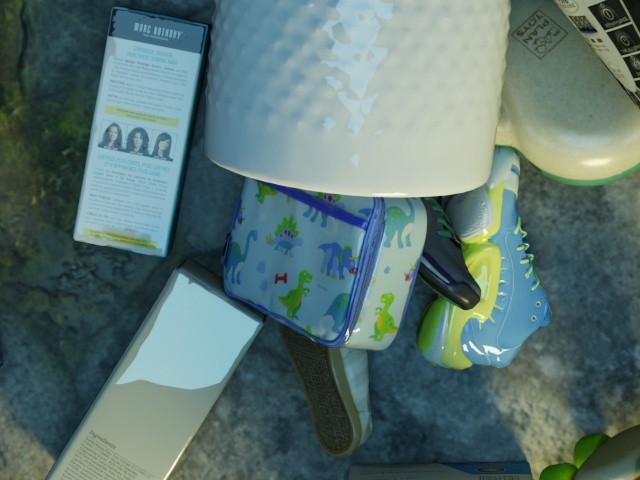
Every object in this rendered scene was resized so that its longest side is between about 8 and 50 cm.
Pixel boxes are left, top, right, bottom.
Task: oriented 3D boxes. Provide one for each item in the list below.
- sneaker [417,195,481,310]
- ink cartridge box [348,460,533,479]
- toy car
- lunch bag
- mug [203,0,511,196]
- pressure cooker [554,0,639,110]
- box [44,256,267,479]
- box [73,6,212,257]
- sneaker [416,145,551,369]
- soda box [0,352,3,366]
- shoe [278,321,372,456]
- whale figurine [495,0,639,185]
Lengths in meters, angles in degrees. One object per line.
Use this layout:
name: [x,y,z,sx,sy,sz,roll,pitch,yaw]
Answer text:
sneaker: [0.102,-0.029,1.730,0.098,0.083,0.223,-44,58,0]
ink cartridge box: [0.124,0.349,1.726,0.198,0.270,0.197,-2,97,2]
toy car: [0.338,0.288,1.746,0.155,0.149,0.188,-19,96,41]
lunch bag: [0.000,0.000,1.701,0.090,0.219,0.176,8,104,-41]
mug: [0.012,-0.244,1.633,0.276,0.374,0.328,-5,109,-35]
pressure cooker: [0.368,-0.317,1.513,0.420,0.375,0.370,47,130,-13]
box: [-0.171,0.163,1.804,0.113,0.094,0.275,33,97,-2]
box: [-0.183,-0.113,1.784,0.101,0.060,0.244,11,98,1]
sneaker: [0.186,0.023,1.785,0.126,0.091,0.240,16,98,-18]
soda box: [-0.448,0.120,1.824,0.210,0.067,0.071,-9,97,3]
shoe: [0.009,0.115,1.812,0.077,0.058,0.219,-13,90,42]
whale figurine: [0.232,-0.170,1.738,0.216,0.141,0.272,-45,70,-6]
